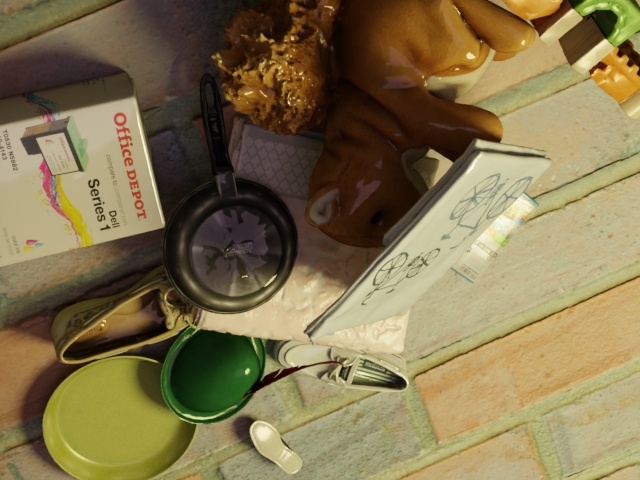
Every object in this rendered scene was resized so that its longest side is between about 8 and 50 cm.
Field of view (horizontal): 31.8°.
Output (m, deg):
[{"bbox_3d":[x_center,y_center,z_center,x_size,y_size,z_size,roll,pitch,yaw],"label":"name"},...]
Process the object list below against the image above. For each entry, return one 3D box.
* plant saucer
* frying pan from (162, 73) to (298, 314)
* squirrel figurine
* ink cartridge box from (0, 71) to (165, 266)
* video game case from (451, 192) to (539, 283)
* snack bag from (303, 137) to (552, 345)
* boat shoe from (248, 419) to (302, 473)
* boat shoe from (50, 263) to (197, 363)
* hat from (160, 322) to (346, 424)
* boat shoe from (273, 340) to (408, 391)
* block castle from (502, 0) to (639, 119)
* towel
[{"bbox_3d":[-0.313,0.278,1.767,0.241,0.037,0.241,-6,116,-13],"label":"plant saucer"},{"bbox_3d":[-0.106,-0.051,1.575,0.197,0.053,0.326,13,97,-19],"label":"frying pan"},{"bbox_3d":[0.049,-0.193,1.520,0.397,0.281,0.370,27,100,-6],"label":"squirrel figurine"},{"bbox_3d":[-0.368,-0.094,1.538,0.278,0.117,0.201,-14,117,-8],"label":"ink cartridge box"},{"bbox_3d":[0.252,-0.025,1.785,0.119,0.015,0.166,34,102,-24],"label":"video game case"},{"bbox_3d":[0.150,-0.001,1.516,0.037,0.323,0.342,48,112,16],"label":"snack bag"},{"bbox_3d":[-0.079,0.336,1.853,0.046,0.038,0.125,-50,118,-11],"label":"boat shoe"},{"bbox_3d":[-0.258,0.113,1.673,0.285,0.089,0.104,-23,116,-7],"label":"boat shoe"},{"bbox_3d":[-0.119,0.213,1.685,0.173,0.183,0.208,32,88,-32],"label":"hat"},{"bbox_3d":[0.039,0.194,1.796,0.226,0.076,0.083,8,111,-17],"label":"boat shoe"},{"bbox_3d":[0.335,-0.384,1.420,0.213,0.303,0.453,-39,137,24],"label":"block castle"},{"bbox_3d":[0.000,0.000,1.665,0.332,0.053,0.317,10,96,-19],"label":"towel"}]
